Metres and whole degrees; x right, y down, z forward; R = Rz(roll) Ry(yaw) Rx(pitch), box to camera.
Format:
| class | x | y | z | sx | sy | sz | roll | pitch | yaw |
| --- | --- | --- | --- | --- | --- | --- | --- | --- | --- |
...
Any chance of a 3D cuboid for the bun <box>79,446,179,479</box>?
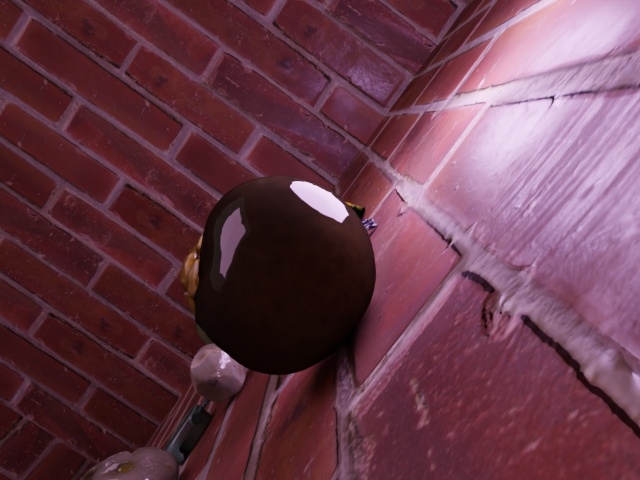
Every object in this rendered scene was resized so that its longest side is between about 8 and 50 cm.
| class | x | y | z | sx | sy | sz | roll | pitch | yaw |
| --- | --- | --- | --- | --- | --- | --- | --- | --- | --- |
| bun | -0.521 | 0.671 | 1.512 | 0.365 | 0.219 | 0.365 | -53 | 8 | 11 |

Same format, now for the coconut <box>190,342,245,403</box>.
| class | x | y | z | sx | sy | sz | roll | pitch | yaw |
| --- | --- | --- | --- | --- | --- | --- | --- | --- | --- |
| coconut | -0.285 | 0.371 | 1.676 | 0.161 | 0.161 | 0.162 | -54 | 8 | 6 |

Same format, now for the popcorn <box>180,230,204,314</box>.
| class | x | y | z | sx | sy | sz | roll | pitch | yaw |
| --- | --- | --- | --- | --- | --- | --- | --- | --- | --- |
| popcorn | -0.205 | 0.080 | 1.759 | 0.344 | 0.390 | 0.354 | 8 | -94 | -79 |

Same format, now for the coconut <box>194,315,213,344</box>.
| class | x | y | z | sx | sy | sz | roll | pitch | yaw |
| --- | --- | --- | --- | --- | --- | --- | --- | --- | --- |
| coconut | -0.293 | 0.215 | 2.054 | 0.328 | 0.281 | 0.328 | -36 | -37 | -34 |

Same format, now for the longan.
| class | x | y | z | sx | sy | sz | roll | pitch | yaw |
| --- | --- | --- | --- | --- | --- | --- | --- | --- | --- |
| longan | -0.060 | 0.054 | 0.959 | 0.319 | 0.319 | 0.319 | -54 | 5 | 7 |

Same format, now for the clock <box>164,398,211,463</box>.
| class | x | y | z | sx | sy | sz | roll | pitch | yaw |
| --- | --- | --- | --- | --- | --- | --- | --- | --- | --- |
| clock | -0.393 | 0.571 | 1.829 | 0.211 | 0.066 | 0.159 | -56 | 6 | -17 |

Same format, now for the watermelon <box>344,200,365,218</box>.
| class | x | y | z | sx | sy | sz | roll | pitch | yaw |
| --- | --- | --- | --- | --- | --- | --- | --- | --- | --- |
| watermelon | 0.047 | -0.077 | 1.685 | 0.123 | 0.129 | 0.301 | -52 | 0 | 4 |

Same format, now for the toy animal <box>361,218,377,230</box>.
| class | x | y | z | sx | sy | sz | roll | pitch | yaw |
| --- | --- | --- | --- | --- | --- | --- | --- | --- | --- |
| toy animal | 0.002 | 0.015 | 1.437 | 0.272 | 0.160 | 0.197 | 4 | 41 | 39 |
